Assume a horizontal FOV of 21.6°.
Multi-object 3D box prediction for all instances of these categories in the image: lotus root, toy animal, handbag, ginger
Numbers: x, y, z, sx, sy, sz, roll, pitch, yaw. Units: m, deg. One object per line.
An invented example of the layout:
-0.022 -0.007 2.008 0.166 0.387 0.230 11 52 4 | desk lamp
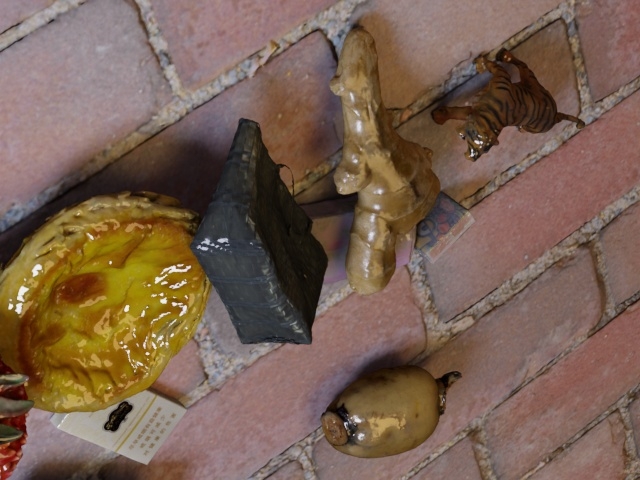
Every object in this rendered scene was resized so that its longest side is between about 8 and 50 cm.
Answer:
0.102 0.230 2.284 0.221 0.125 0.118 -11 85 -32 | lotus root
0.265 -0.168 2.143 0.255 0.116 0.114 0 120 -41 | toy animal
-0.058 0.004 1.918 0.270 0.088 0.175 64 33 -45 | handbag
0.070 -0.092 2.020 0.148 0.081 0.334 -21 119 -13 | ginger

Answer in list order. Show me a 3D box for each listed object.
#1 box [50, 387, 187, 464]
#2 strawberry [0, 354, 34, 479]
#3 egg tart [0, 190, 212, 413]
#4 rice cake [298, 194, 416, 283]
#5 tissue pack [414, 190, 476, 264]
-0.244 0.213 2.051 0.090 0.024 0.167 -53 138 4 | box
-0.420 0.167 1.773 0.233 0.306 0.138 33 58 -10 | strawberry
-0.255 0.056 1.866 0.295 0.116 0.295 -23 134 -26 | egg tart
-0.001 0.002 2.085 0.298 0.050 0.106 -11 120 -35 | rice cake
0.153 -0.018 2.195 0.083 0.063 0.035 -46 134 -6 | tissue pack
